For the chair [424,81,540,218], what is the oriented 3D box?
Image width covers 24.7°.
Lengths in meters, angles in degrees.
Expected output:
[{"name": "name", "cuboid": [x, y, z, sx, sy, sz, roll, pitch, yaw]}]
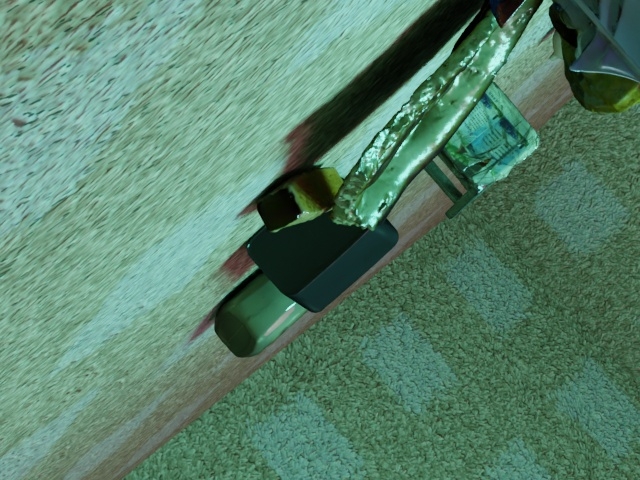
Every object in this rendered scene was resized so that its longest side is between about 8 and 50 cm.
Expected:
[{"name": "chair", "cuboid": [0.225, -0.155, 2.059, 0.136, 0.147, 0.270, -39, 175, -23]}]

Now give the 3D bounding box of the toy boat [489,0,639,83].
[{"name": "toy boat", "cuboid": [0.297, -0.222, 1.363, 0.219, 0.318, 0.072, -66, -171, -25]}]

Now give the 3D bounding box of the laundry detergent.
[{"name": "laundry detergent", "cuboid": [-0.038, 0.065, 2.184, 0.253, 0.091, 0.181, -40, 175, -25]}]

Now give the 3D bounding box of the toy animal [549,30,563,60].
[{"name": "toy animal", "cuboid": [0.433, -0.343, 2.385, 0.150, 0.083, 0.089, -35, 136, 24]}]

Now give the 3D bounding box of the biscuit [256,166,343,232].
[{"name": "biscuit", "cuboid": [-0.020, -0.046, 1.670, 0.056, 0.052, 0.188, -32, 178, 19]}]

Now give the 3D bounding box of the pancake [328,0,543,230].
[{"name": "pancake", "cuboid": [0.150, -0.176, 1.555, 0.427, 0.067, 0.305, -51, 178, 4]}]

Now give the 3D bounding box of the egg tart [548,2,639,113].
[{"name": "egg tart", "cuboid": [0.322, -0.282, 1.578, 0.297, 0.132, 0.297, -167, -90, -71]}]

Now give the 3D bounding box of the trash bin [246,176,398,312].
[{"name": "trash bin", "cuboid": [0.000, 0.000, 1.897, 0.165, 0.115, 0.225, -41, 171, 3]}]
